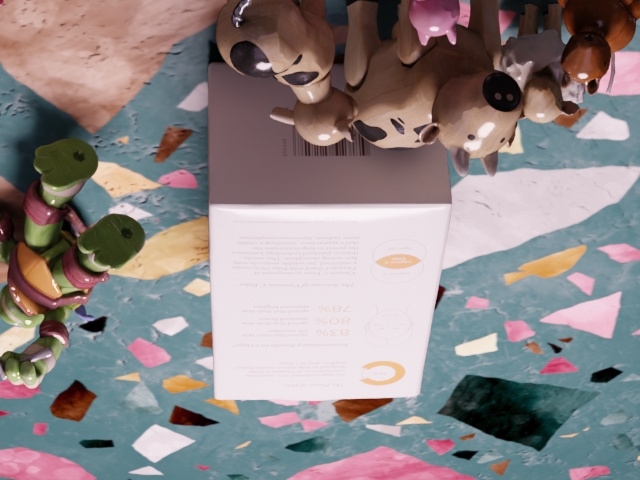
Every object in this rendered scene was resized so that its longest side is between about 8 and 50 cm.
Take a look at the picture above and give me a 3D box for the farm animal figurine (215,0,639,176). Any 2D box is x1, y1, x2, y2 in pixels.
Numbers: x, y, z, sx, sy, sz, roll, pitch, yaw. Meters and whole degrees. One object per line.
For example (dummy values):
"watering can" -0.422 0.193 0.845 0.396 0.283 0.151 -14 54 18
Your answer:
"farm animal figurine" 0.079 -0.133 1.255 0.330 0.172 0.327 3 176 -6

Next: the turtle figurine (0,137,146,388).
"turtle figurine" -0.307 0.033 1.547 0.275 0.197 0.266 14 144 -28

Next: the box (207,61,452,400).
"box" 0.000 0.000 1.544 0.215 0.168 0.345 0 145 -3

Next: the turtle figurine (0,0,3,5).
"turtle figurine" -0.331 -0.207 1.277 0.175 0.118 0.234 13 148 -21
